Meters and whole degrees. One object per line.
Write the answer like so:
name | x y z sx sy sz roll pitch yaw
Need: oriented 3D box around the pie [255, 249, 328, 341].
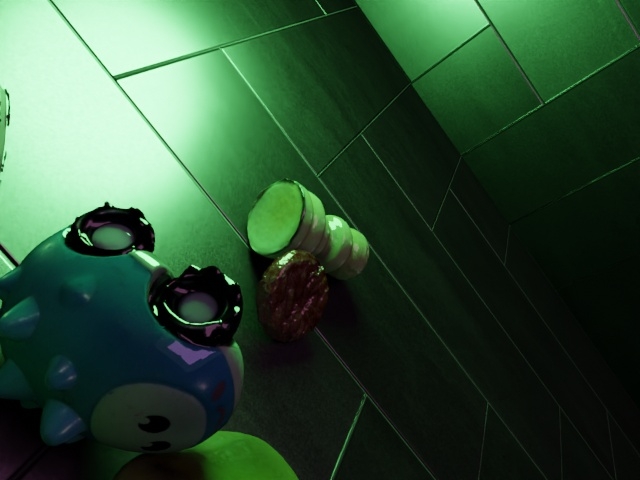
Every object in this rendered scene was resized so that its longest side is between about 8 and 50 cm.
pie | -0.040 0.086 0.842 0.154 0.036 0.155 -17 112 -48

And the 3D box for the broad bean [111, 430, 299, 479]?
broad bean | -0.106 0.276 0.560 0.189 0.121 0.263 35 18 31

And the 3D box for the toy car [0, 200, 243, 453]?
toy car | -0.199 0.102 0.516 0.255 0.189 0.190 34 46 17

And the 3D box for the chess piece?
chess piece | 0.000 0.000 0.957 0.243 0.133 0.133 28 43 -45

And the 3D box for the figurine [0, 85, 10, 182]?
figurine | -0.396 -0.109 0.524 0.153 0.132 0.132 5 59 -38
